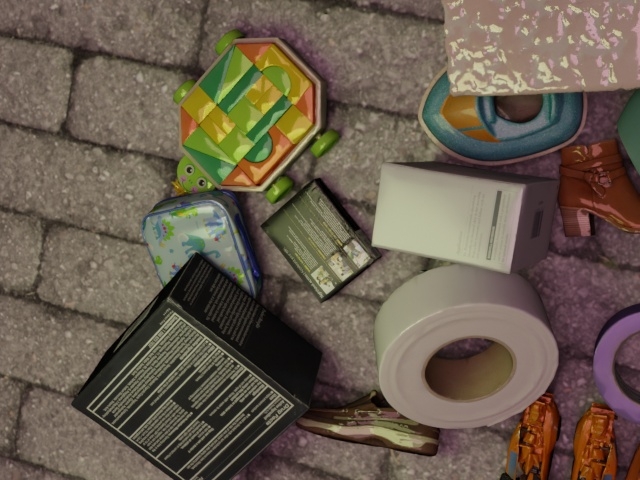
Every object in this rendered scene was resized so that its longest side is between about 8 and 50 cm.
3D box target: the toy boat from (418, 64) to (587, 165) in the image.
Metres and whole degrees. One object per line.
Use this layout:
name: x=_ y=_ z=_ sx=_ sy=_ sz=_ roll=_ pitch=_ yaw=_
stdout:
toy boat: x=0.270 y=-0.277 z=1.538 sx=0.267 sy=0.148 sz=0.318 roll=-11 pitch=93 yaw=18

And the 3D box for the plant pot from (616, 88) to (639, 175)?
plant pot: x=0.574 y=-0.154 z=1.400 sx=0.235 sy=0.293 sz=0.293 roll=-31 pitch=87 yaw=25

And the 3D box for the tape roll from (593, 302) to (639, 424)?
tape roll: x=0.532 y=0.196 z=1.552 sx=0.189 sy=0.080 sz=0.189 roll=2 pitch=97 yaw=17

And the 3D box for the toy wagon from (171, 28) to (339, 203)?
toy wagon: x=-0.143 y=-0.188 z=1.712 sx=0.267 sy=0.068 sz=0.344 roll=47 pitch=106 yaw=7

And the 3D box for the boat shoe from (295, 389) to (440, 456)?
boat shoe: x=0.086 y=0.309 z=1.703 sx=0.257 sy=0.095 sz=0.095 roll=7 pitch=75 yaw=17

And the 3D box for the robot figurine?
robot figurine: x=0.391 y=0.402 z=1.613 sx=0.211 sy=0.085 sz=0.291 roll=10 pitch=99 yaw=20

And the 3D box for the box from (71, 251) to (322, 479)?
box: x=-0.206 y=0.237 z=1.668 sx=0.294 sy=0.183 sz=0.296 roll=40 pitch=115 yaw=-10

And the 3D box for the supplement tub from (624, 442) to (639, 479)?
supplement tub: x=0.638 y=0.431 z=1.481 sx=0.338 sy=0.207 sz=0.207 roll=19 pitch=101 yaw=13

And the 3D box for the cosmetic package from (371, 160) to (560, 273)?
cosmetic package: x=0.229 y=-0.043 z=1.520 sx=0.225 sy=0.224 sz=0.138 roll=13 pitch=100 yaw=26

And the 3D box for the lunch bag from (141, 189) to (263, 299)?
lunch bag: x=-0.202 y=0.025 z=1.721 sx=0.176 sy=0.090 sz=0.219 roll=-13 pitch=109 yaw=16

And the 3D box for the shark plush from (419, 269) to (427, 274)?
shark plush: x=0.173 y=0.134 z=1.656 sx=0.073 sy=0.067 sz=0.161 roll=22 pitch=102 yaw=13

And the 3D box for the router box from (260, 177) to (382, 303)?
router box: x=0.000 y=0.000 z=1.703 sx=0.133 sy=0.046 sz=0.179 roll=-39 pitch=84 yaw=17

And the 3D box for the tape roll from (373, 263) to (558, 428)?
tape roll: x=0.228 y=0.173 z=1.547 sx=0.286 sy=0.100 sz=0.286 roll=-2 pitch=129 yaw=-3

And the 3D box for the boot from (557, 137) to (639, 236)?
boot: x=0.474 y=-0.086 z=1.542 sx=0.197 sy=0.073 sz=0.152 roll=-4 pitch=91 yaw=14

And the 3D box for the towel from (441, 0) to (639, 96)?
towel: x=0.320 y=-0.372 z=1.377 sx=0.317 sy=0.053 sz=0.332 roll=1 pitch=104 yaw=30
